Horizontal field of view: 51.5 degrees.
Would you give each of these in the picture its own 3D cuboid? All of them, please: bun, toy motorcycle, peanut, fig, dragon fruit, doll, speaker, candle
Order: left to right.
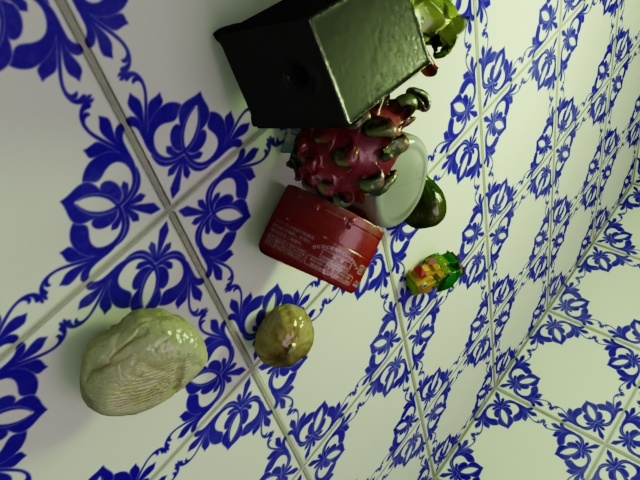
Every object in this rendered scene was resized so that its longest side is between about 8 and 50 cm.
[{"bbox_3d":[-0.305,0.193,1.108,0.220,0.134,0.220,-26,152,-15],"label":"bun"},{"bbox_3d":[-0.078,0.209,1.452,0.140,0.109,0.159,-53,157,0],"label":"peanut"},{"bbox_3d":[-0.002,-0.303,1.077,0.232,0.254,0.184,-41,122,-32],"label":"speaker"},{"bbox_3d":[0.066,-0.194,1.204,0.198,0.218,0.273,32,66,-14],"label":"dragon fruit"},{"bbox_3d":[0.185,-0.462,1.371,0.342,0.142,0.206,-33,96,-38],"label":"toy motorcycle"},{"bbox_3d":[0.222,-0.432,1.527,0.048,0.053,0.162,-26,145,20],"label":"candle"},{"bbox_3d":[0.265,-0.121,1.731,0.117,0.117,0.178,-26,108,-43],"label":"fig"},{"bbox_3d":[0.333,0.102,1.942,0.186,0.106,0.134,-13,140,-30],"label":"doll"}]

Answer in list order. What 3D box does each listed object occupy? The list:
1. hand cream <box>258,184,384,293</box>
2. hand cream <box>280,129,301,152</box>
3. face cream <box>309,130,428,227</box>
[{"bbox_3d":[0.000,0.000,1.325,0.230,0.230,0.149,31,83,-56],"label":"hand cream"},{"bbox_3d":[-0.037,-0.249,1.281,0.065,0.043,0.171,3,114,-13],"label":"hand cream"},{"bbox_3d":[0.100,-0.146,1.400,0.201,0.187,0.201,-31,133,-40],"label":"face cream"}]
